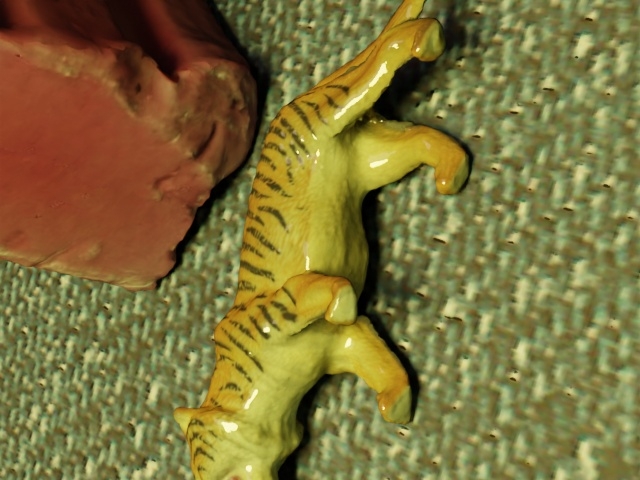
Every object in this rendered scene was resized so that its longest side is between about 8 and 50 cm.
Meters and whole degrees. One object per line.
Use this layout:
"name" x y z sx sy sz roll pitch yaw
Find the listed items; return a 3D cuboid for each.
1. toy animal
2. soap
"toy animal" 0.000 0.000 0.602 0.099 0.057 0.241 6 81 47
"soap" -0.190 -0.156 0.723 0.128 0.233 0.359 -49 47 24
